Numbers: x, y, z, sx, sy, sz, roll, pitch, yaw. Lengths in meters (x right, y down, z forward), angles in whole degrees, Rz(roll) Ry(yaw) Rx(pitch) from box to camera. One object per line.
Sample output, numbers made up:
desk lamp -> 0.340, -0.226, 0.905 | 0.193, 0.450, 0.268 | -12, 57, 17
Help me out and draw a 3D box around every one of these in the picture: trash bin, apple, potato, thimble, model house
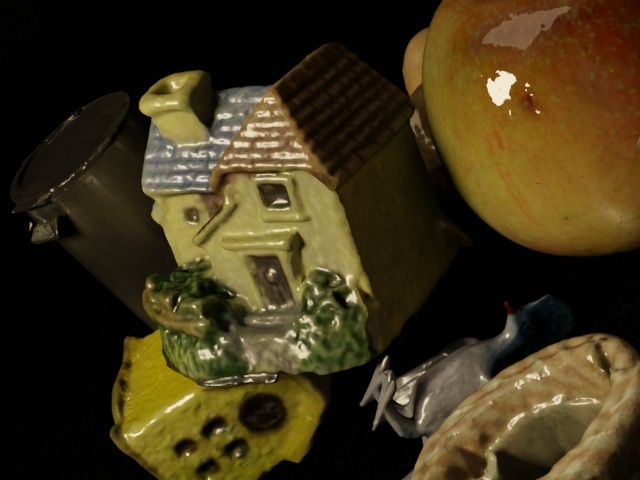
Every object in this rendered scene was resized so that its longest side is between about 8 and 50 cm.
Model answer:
trash bin -> -0.214, -0.026, 1.941 | 0.203, 0.301, 0.252 | -16, 38, 44
apple -> 0.248, -0.153, 1.504 | 0.319, 0.277, 0.319 | -32, 28, 20
potato -> 0.157, -0.212, 1.911 | 0.112, 0.112, 0.147 | -41, 33, 8
thimble -> 0.195, 0.194, 1.233 | 0.229, 0.148, 0.196 | -43, 24, -1
model house -> -0.089, 0.145, 1.660 | 0.234, 0.175, 0.193 | -40, 24, 21
model house -> -0.057, -0.034, 1.531 | 0.321, 0.266, 0.261 | -2, 28, 32

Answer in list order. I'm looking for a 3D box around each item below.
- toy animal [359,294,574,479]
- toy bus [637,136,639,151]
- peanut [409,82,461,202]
toy animal -> 0.132, 0.159, 1.448 | 0.239, 0.176, 0.255 | -111, 34, -65
toy bus -> 0.385, 0.001, 1.182 | 0.162, 0.194, 0.323 | -37, 27, 13
peanut -> 0.210, -0.174, 1.733 | 0.325, 0.140, 0.153 | -42, -4, 6
